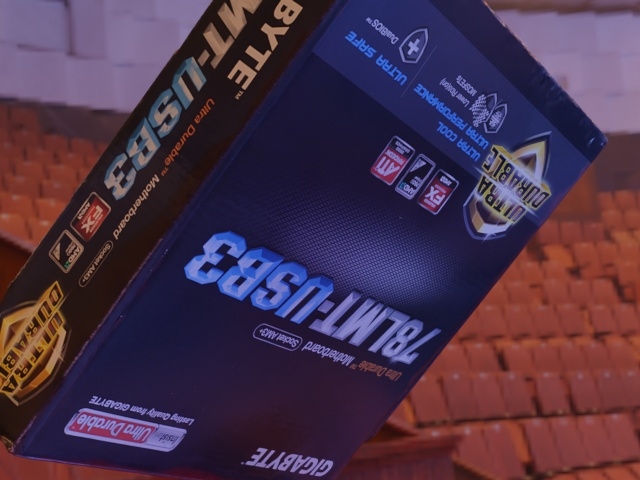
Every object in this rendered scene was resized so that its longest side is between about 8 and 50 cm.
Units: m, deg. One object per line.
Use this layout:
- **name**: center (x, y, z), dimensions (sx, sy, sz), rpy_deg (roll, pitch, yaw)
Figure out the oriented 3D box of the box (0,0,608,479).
- **box**: center (0.000, 0.000, 0.639), dimensions (0.073, 0.293, 0.295), rpy_deg (40, 6, 33)
